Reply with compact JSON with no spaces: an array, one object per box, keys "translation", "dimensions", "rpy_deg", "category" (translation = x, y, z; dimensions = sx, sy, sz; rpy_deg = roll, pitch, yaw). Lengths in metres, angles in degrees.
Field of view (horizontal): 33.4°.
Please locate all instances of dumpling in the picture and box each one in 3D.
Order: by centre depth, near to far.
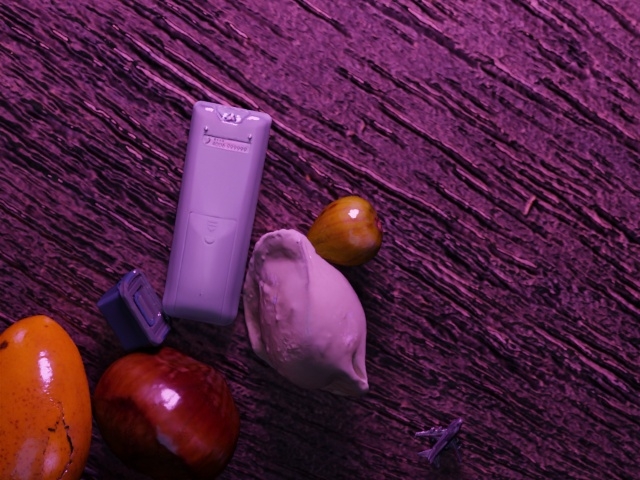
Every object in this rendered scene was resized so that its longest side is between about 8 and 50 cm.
[{"translation":[-0.034,0.102,1.402],"dimensions":[0.179,0.131,0.252],"rpy_deg":[0,122,45],"category":"dumpling"}]

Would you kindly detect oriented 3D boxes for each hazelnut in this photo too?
[{"translation":[-0.203,0.230,1.416],"dimensions":[0.204,0.178,0.178],"rpy_deg":[33,104,18],"category":"hazelnut"}]

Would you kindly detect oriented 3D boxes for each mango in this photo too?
[{"translation":[-0.387,0.241,1.393],"dimensions":[0.160,0.191,0.290],"rpy_deg":[19,79,-49],"category":"mango"}]

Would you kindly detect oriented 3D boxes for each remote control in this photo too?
[{"translation":[-0.139,-0.030,1.396],"dimensions":[0.103,0.051,0.293],"rpy_deg":[10,104,-3],"category":"remote control"}]

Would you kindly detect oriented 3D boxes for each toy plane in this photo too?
[{"translation":[0.174,0.281,1.505],"dimensions":[0.078,0.031,0.083],"rpy_deg":[31,103,-10],"category":"toy plane"}]

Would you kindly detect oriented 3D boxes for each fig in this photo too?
[{"translation":[0.009,-0.007,1.409],"dimensions":[0.166,0.093,0.093],"rpy_deg":[-9,111,40],"category":"fig"}]

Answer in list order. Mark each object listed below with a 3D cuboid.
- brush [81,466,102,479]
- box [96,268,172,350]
[{"translation":[-0.426,0.284,1.491],"dimensions":[0.266,0.027,0.062],"rpy_deg":[28,90,-10],"category":"brush"},{"translation":[-0.249,0.097,1.421],"dimensions":[0.054,0.074,0.099],"rpy_deg":[-25,105,16],"category":"box"}]
